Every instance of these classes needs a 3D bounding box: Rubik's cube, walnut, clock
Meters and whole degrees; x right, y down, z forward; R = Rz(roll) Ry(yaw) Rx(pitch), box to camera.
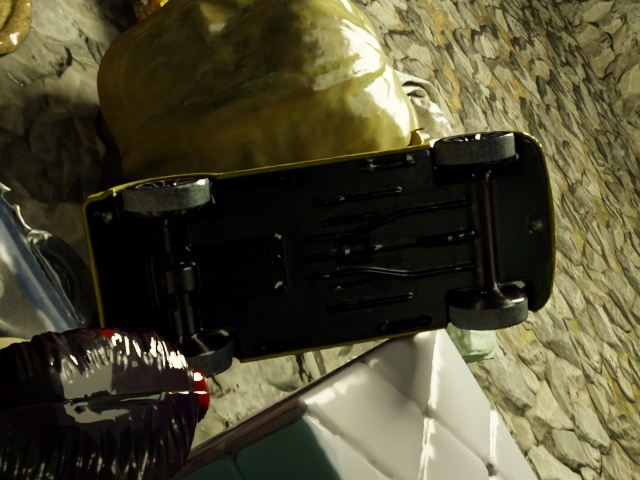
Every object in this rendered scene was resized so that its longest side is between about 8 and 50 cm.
[{"bbox_3d":[0.020,0.218,0.705,0.231,0.225,0.221,59,31,7],"label":"Rubik's cube"},{"bbox_3d":[-0.052,-0.106,0.875,0.253,0.277,0.282,-109,-179,-67],"label":"walnut"},{"bbox_3d":[-0.170,0.094,0.445,0.194,0.195,0.100,0,74,-43],"label":"clock"}]

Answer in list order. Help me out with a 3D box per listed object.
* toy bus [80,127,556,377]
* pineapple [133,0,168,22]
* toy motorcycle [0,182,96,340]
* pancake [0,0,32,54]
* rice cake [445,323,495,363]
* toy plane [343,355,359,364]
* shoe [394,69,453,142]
[{"bbox_3d":[0.000,0.000,0.705,0.151,0.331,0.145,-141,-137,-76],"label":"toy bus"},{"bbox_3d":[-0.126,-0.221,1.031,0.233,0.079,0.135,31,56,8],"label":"pineapple"},{"bbox_3d":[-0.290,-0.004,0.600,0.358,0.125,0.213,57,35,-1],"label":"toy motorcycle"},{"bbox_3d":[-0.346,-0.246,0.860,0.199,0.021,0.199,35,36,-31],"label":"pancake"},{"bbox_3d":[0.156,0.062,1.197,0.069,0.063,0.206,1,58,-46],"label":"rice cake"},{"bbox_3d":[0.091,0.221,0.912,0.244,0.092,0.229,49,-3,14],"label":"toy plane"},{"bbox_3d":[0.055,-0.128,1.116,0.172,0.198,0.351,0,61,-56],"label":"shoe"}]
